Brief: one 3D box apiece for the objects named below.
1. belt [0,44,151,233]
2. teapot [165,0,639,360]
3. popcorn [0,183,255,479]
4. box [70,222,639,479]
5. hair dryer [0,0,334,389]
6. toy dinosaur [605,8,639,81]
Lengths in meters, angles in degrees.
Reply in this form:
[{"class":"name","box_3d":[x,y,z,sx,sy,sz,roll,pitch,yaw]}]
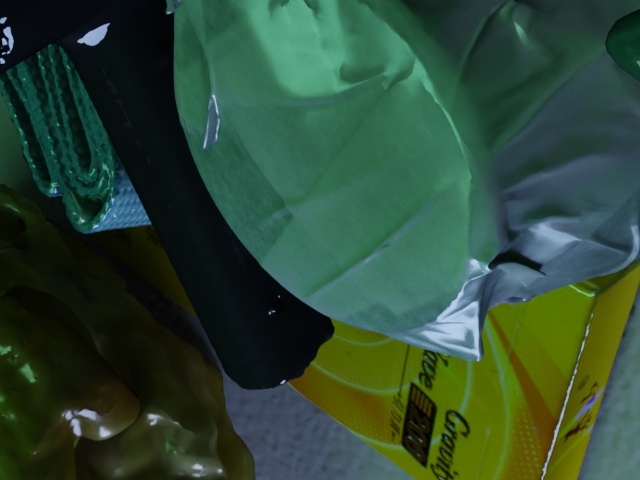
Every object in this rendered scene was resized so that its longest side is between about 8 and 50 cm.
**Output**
[{"class":"belt","box_3d":[-0.092,-0.094,0.703,0.100,0.065,0.179,-28,79,38]},{"class":"teapot","box_3d":[0.045,-0.080,0.514,0.163,0.178,0.221,22,132,35]},{"class":"popcorn","box_3d":[-0.147,0.102,0.806,0.265,0.225,0.332,47,165,-11]},{"class":"box","box_3d":[0.000,0.000,0.742,0.269,0.043,0.152,34,139,27]},{"class":"hair dryer","box_3d":[-0.051,-0.058,0.629,0.089,0.197,0.251,11,130,44]},{"class":"toy dinosaur","box_3d":[0.108,-0.202,0.316,0.383,0.129,0.331,37,130,27]}]
